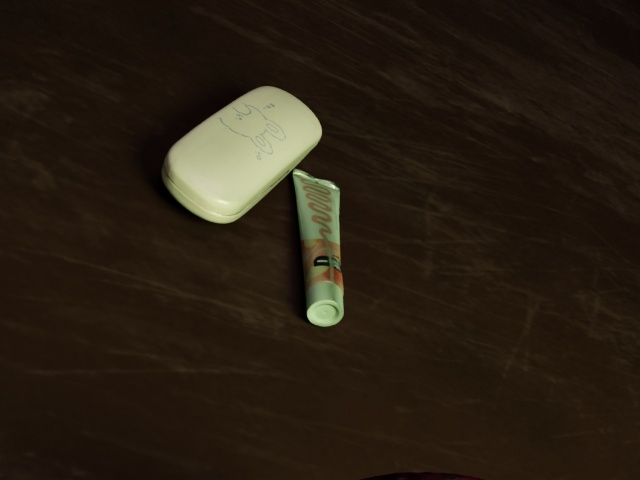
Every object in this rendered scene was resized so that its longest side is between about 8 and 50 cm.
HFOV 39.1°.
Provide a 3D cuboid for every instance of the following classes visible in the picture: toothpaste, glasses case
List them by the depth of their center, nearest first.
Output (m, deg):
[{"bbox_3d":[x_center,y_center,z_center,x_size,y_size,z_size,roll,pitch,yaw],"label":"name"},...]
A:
[{"bbox_3d":[0.000,0.000,0.890,0.056,0.036,0.205,20,36,-20],"label":"toothpaste"},{"bbox_3d":[-0.073,-0.091,0.903,0.092,0.059,0.233,41,38,2],"label":"glasses case"}]

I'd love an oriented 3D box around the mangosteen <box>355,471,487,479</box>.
[{"bbox_3d":[0.079,0.266,0.416,0.306,0.359,0.306,8,80,-51],"label":"mangosteen"}]
